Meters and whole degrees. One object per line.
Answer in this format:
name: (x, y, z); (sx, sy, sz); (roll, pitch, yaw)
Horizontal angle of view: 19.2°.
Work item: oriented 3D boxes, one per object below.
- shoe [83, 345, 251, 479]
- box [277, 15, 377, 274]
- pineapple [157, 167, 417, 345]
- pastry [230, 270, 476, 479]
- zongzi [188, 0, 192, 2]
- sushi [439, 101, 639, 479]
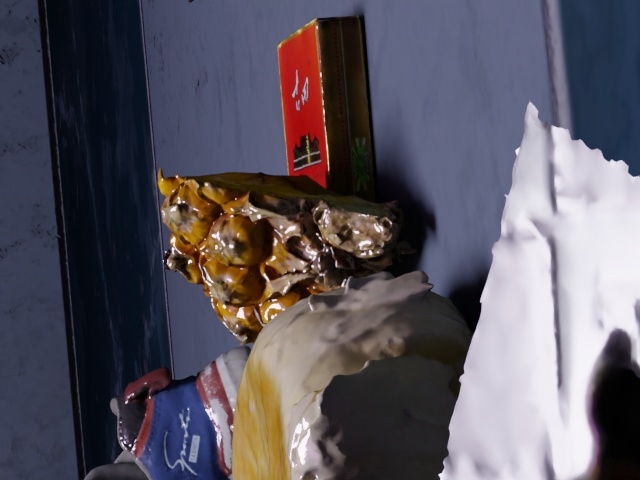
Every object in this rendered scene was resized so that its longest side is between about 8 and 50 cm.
shoe: (-0.087, 0.171, 1.129); (0.099, 0.125, 0.228); (-122, 31, -59)
box: (0.004, -0.032, 0.871); (0.090, 0.023, 0.133); (179, 86, -76)
pineapple: (0.000, 0.000, 0.790); (0.114, 0.077, 0.114); (-9, 121, 47)
pastry: (0.018, 0.092, 0.699); (0.166, 0.088, 0.166); (174, 90, -78)
zongzi: (-0.121, -0.197, 1.000); (0.187, 0.184, 0.084); (-110, 19, -52)
sushi: (0.108, 0.155, 0.361); (0.292, 0.059, 0.294); (43, 128, 52)
